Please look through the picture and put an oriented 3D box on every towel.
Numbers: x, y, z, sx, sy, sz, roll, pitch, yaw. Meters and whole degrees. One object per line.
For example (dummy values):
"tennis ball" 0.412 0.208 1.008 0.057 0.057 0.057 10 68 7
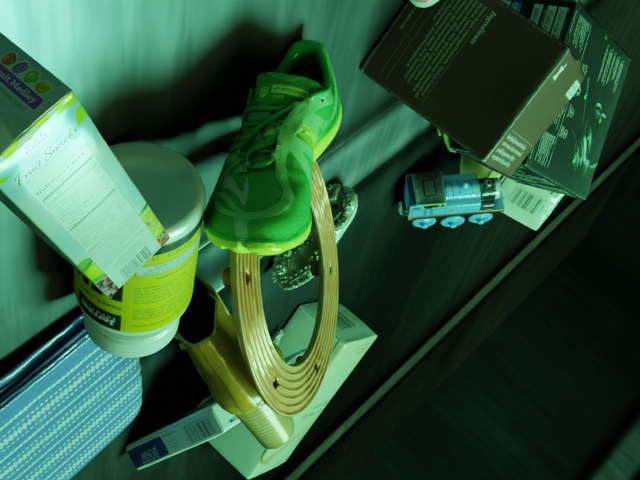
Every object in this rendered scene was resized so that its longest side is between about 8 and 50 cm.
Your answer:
"towel" -0.312 0.207 1.088 0.243 0.040 0.336 -41 161 -29

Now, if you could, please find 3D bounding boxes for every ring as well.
"ring" -0.043 0.038 1.096 0.336 0.032 0.336 -1 90 -71

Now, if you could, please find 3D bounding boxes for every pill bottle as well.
"pill bottle" -0.178 0.017 0.887 0.119 0.119 0.208 -36 156 -35

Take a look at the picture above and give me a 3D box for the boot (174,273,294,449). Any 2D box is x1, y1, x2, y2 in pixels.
"boot" -0.127 0.117 1.180 0.104 0.295 0.211 -31 118 -5

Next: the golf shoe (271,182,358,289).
"golf shoe" 0.000 0.000 1.340 0.176 0.069 0.086 -51 167 6

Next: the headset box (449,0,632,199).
"headset box" 0.349 -0.213 1.416 0.283 0.131 0.246 13 94 -54

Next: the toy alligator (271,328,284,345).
"toy alligator" -0.106 0.236 1.532 0.189 0.051 0.056 -51 -173 -5

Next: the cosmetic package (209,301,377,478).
"cosmetic package" -0.050 0.260 1.639 0.309 0.113 0.160 -57 160 15

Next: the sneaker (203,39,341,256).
"sneaker" -0.049 -0.099 0.910 0.295 0.109 0.123 -75 166 -47

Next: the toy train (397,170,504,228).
"toy train" 0.224 -0.071 1.564 0.184 0.080 0.105 -4 159 -1

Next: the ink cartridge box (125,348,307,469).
"ink cartridge box" -0.145 0.252 1.373 0.223 0.045 0.224 -31 177 40

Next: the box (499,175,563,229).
"box" 0.397 -0.134 1.759 0.094 0.113 0.275 -59 180 30

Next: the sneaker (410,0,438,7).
"sneaker" 0.141 -0.335 1.050 0.134 0.051 0.070 -52 159 -4

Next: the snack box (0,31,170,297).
"snack box" -0.201 -0.069 0.593 0.070 0.174 0.207 -47 161 -11

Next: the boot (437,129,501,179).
"boot" 0.263 -0.174 1.546 0.203 0.095 0.262 -31 151 -45

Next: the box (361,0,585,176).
"box" 0.196 -0.212 1.166 0.167 0.203 0.168 -54 160 12
